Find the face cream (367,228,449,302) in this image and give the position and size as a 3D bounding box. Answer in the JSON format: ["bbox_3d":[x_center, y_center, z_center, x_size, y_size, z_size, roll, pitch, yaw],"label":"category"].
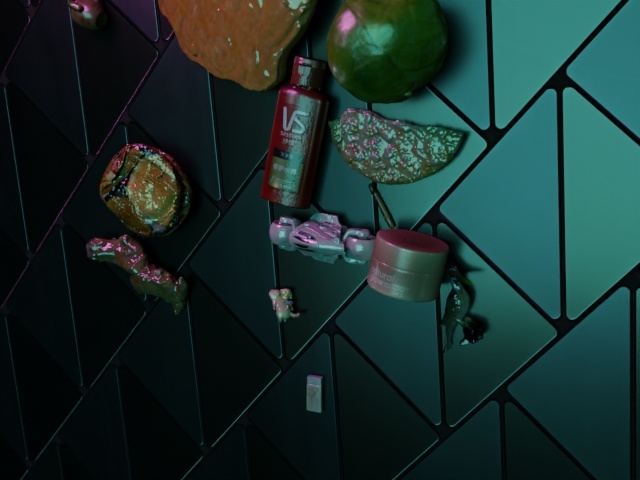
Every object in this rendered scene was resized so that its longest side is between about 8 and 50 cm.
[{"bbox_3d":[0.174,0.048,1.417,0.149,0.149,0.104,17,108,20],"label":"face cream"}]

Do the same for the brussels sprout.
[{"bbox_3d":[0.127,-0.359,1.308,0.243,0.244,0.244,5,103,23],"label":"brussels sprout"}]

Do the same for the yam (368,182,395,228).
[{"bbox_3d":[0.128,-0.072,1.488,0.014,0.014,0.107,-28,89,26],"label":"yam"}]

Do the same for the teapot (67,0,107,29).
[{"bbox_3d":[-0.535,-0.551,1.652,0.080,0.085,0.110,30,91,14],"label":"teapot"}]

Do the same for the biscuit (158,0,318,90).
[{"bbox_3d":[-0.188,-0.521,1.478,0.385,0.062,0.365,38,123,17],"label":"biscuit"}]

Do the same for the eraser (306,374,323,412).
[{"bbox_3d":[-0.012,0.353,1.635,0.038,0.019,0.083,5,103,24],"label":"eraser"}]

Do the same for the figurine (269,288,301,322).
[{"bbox_3d":[-0.080,0.143,1.613,0.050,0.047,0.083,-25,83,11],"label":"figurine"}]

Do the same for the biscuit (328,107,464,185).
[{"bbox_3d":[0.143,-0.183,1.445,0.289,0.038,0.141,16,107,22],"label":"biscuit"}]

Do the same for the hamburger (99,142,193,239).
[{"bbox_3d":[-0.402,-0.119,1.666,0.230,0.107,0.231,4,102,19],"label":"hamburger"}]

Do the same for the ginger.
[{"bbox_3d":[-0.446,0.069,1.747,0.290,0.084,0.122,31,133,11],"label":"ginger"}]

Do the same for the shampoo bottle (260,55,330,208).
[{"bbox_3d":[-0.048,-0.226,1.500,0.118,0.076,0.315,20,108,24],"label":"shampoo bottle"}]

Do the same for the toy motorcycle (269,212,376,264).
[{"bbox_3d":[0.000,0.000,1.508,0.254,0.112,0.113,10,105,23],"label":"toy motorcycle"}]

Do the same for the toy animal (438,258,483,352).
[{"bbox_3d":[0.278,0.136,1.437,0.105,0.070,0.203,1,106,43],"label":"toy animal"}]
